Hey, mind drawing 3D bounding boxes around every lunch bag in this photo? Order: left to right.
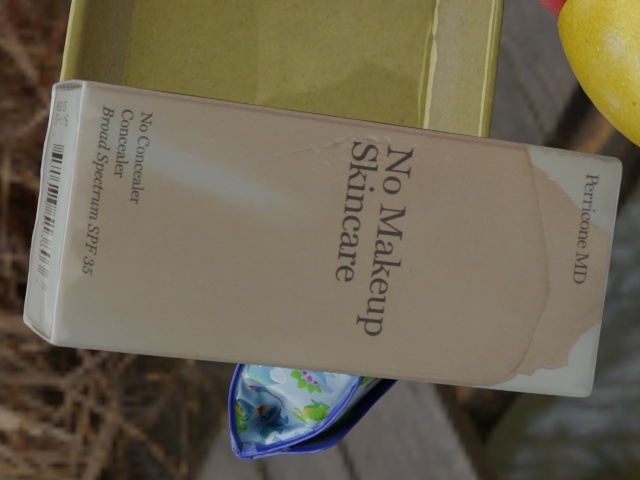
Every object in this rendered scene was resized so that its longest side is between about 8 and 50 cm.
[{"bbox_3d":[0.005,0.076,1.269,0.096,0.129,0.151,43,135,6],"label":"lunch bag"}]

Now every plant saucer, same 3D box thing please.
[{"bbox_3d":[-0.035,-0.107,1.454,0.081,0.333,0.332,120,157,-77],"label":"plant saucer"}]

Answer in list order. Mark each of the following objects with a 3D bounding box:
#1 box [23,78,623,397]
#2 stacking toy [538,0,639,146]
[{"bbox_3d":[0.000,0.000,1.055,0.121,0.311,0.148,-167,83,-73],"label":"box"},{"bbox_3d":[0.218,-0.150,0.964,0.350,0.351,0.480,-37,61,60],"label":"stacking toy"}]
